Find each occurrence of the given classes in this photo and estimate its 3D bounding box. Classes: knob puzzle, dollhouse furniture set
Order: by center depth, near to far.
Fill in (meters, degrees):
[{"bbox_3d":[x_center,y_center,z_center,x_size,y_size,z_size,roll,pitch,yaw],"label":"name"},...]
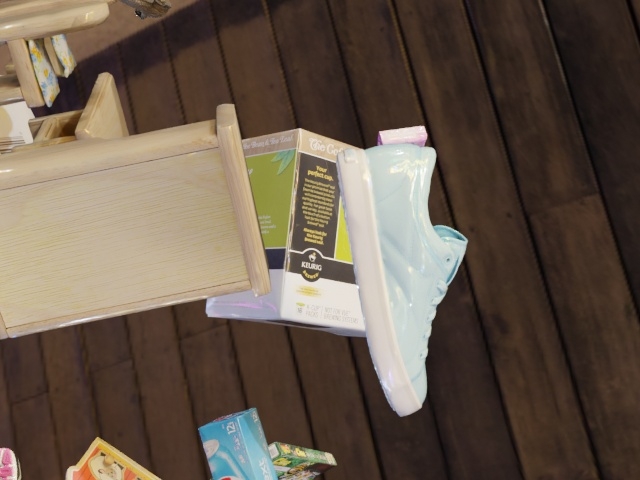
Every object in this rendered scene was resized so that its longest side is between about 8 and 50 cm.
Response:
[{"bbox_3d":[-0.128,-0.051,0.608,0.161,0.242,0.212,-11,116,-1],"label":"dollhouse furniture set"},{"bbox_3d":[-0.356,0.448,1.553,0.030,0.213,0.213,-48,63,30],"label":"knob puzzle"}]

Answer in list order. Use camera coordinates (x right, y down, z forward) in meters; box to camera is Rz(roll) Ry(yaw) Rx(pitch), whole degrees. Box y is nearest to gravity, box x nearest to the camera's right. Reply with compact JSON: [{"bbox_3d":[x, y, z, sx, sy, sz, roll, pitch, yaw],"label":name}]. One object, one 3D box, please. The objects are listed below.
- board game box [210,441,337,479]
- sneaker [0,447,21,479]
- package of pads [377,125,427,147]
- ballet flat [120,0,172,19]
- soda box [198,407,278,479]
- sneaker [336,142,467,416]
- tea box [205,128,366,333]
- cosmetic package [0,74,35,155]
[{"bbox_3d":[-0.075,0.408,1.578,0.136,0.260,0.030,-29,64,10],"label":"board game box"},{"bbox_3d":[-0.425,0.372,1.225,0.063,0.075,0.170,-16,68,10],"label":"sneaker"},{"bbox_3d":[0.142,-0.173,1.565,0.083,0.050,0.032,-8,64,-5],"label":"package of pads"},{"bbox_3d":[-0.297,-0.385,1.402,0.058,0.250,0.084,-33,93,10],"label":"ballet flat"},{"bbox_3d":[-0.103,0.354,1.283,0.067,0.071,0.210,-19,85,18],"label":"soda box"},{"bbox_3d":[0.121,0.053,1.139,0.150,0.135,0.366,-10,110,3],"label":"sneaker"},{"bbox_3d":[0.000,0.000,1.621,0.220,0.329,0.323,-2,78,48],"label":"tea box"},{"bbox_3d":[-0.414,0.013,0.783,0.365,0.155,0.197,-22,96,9],"label":"cosmetic package"}]
